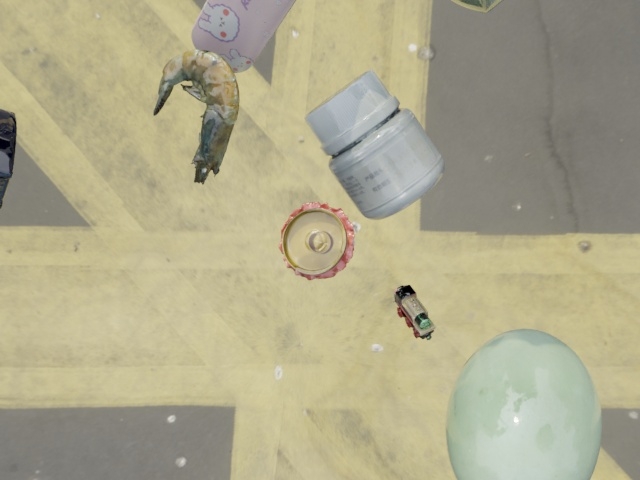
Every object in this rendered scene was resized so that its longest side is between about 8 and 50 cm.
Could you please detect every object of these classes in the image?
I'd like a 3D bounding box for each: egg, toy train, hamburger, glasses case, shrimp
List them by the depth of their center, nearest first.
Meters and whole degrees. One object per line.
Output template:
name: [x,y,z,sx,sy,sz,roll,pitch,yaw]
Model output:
egg: [0.275,0.247,0.918,0.203,0.203,0.283,22,50,2]
glasses case: [-0.097,-0.376,1.017,0.113,0.297,0.075,30,43,-16]
shrimp: [-0.199,-0.197,1.064,0.150,0.051,0.217,26,121,15]
hamburger: [-0.002,0.003,1.484,0.175,0.137,0.175,0,90,11]
toy train: [0.223,0.172,1.595,0.050,0.087,0.138,-24,46,-11]

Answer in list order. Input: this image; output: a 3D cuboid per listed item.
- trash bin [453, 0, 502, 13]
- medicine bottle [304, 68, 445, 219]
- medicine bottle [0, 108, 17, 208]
trash bin: [0.335,-0.560,1.048,0.432,0.280,0.280,-26,82,18]
medicine bottle: [0.128,-0.230,1.626,0.245,0.245,0.306,-37,102,-7]
medicine bottle: [-0.254,-0.129,0.399,0.124,0.258,0.079,-1,46,-19]
